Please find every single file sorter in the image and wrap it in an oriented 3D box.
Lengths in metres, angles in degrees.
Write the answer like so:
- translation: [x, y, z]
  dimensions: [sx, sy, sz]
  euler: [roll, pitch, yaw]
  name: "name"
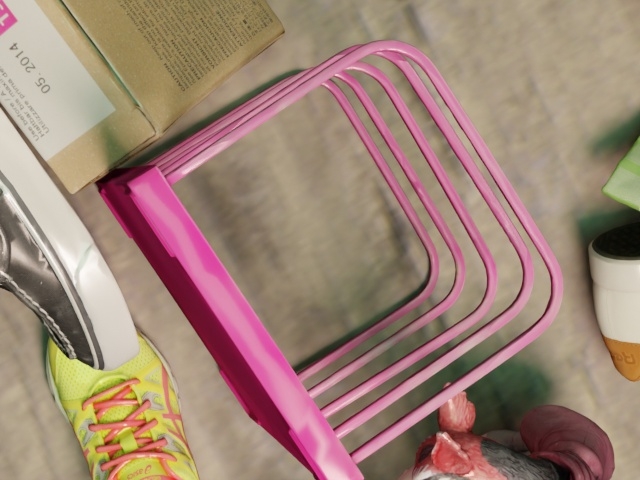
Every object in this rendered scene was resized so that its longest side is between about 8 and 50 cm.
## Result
- translation: [0.000, 0.000, 1.006]
  dimensions: [0.182, 0.290, 0.202]
  euler: [-34, 98, -8]
  name: "file sorter"

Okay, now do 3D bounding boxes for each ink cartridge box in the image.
- translation: [-0.153, -0.173, 1.016]
  dimensions: [0.088, 0.193, 0.235]
  euler: [-31, 99, 34]
  name: "ink cartridge box"

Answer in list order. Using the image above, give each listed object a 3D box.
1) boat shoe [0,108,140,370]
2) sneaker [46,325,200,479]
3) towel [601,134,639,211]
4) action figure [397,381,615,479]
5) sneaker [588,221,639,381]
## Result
- translation: [-0.218, -0.022, 0.987]
  dimensions: [0.102, 0.108, 0.301]
  euler: [-39, 122, -15]
  name: "boat shoe"
- translation: [-0.121, 0.140, 1.093]
  dimensions: [0.081, 0.094, 0.208]
  euler: [-25, 96, -5]
  name: "sneaker"
- translation: [0.285, -0.043, 1.121]
  dimensions: [0.152, 0.023, 0.113]
  euler: [25, 55, 23]
  name: "towel"
- translation: [0.160, 0.241, 1.041]
  dimensions: [0.248, 0.275, 0.370]
  euler: [-54, 132, -28]
  name: "action figure"
- translation: [0.334, 0.033, 1.165]
  dimensions: [0.290, 0.106, 0.123]
  euler: [-10, 109, -3]
  name: "sneaker"
